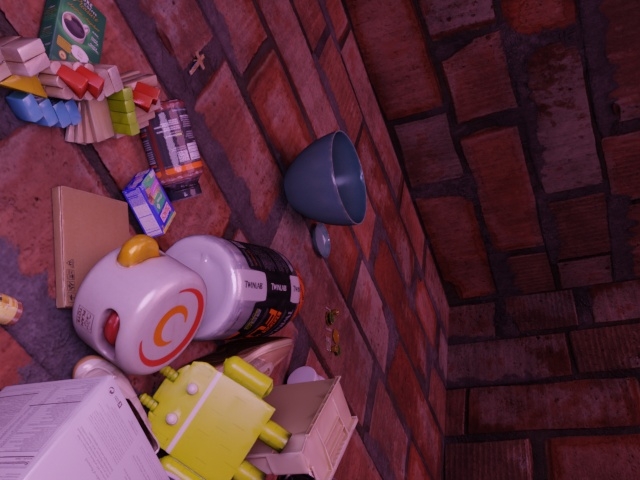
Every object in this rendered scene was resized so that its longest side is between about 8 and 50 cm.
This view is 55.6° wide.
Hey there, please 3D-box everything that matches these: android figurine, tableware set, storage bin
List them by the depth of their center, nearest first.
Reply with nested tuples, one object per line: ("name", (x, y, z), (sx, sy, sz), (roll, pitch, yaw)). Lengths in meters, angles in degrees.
("android figurine", (-0.197, 0.330, 1.100), (0.248, 0.272, 0.056), (-55, 177, -14))
("storage bin", (-0.090, 0.413, 1.274), (0.260, 0.262, 0.123), (-46, 121, -64))
("tableware set", (0.047, 0.297, 1.992), (0.104, 0.024, 0.154), (41, 43, -58))

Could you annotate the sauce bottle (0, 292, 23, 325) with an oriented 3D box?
("sauce bottle", (-0.461, 0.079, 0.809), (0.128, 0.042, 0.042), (45, 40, -58))

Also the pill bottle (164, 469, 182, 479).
("pill bottle", (-0.289, 0.469, 0.970), (0.184, 0.103, 0.103), (-73, 145, -51))

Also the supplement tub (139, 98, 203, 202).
("supplement tub", (-0.304, -0.181, 1.240), (0.106, 0.106, 0.198), (-38, 115, -66))

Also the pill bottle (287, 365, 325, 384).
("pill bottle", (-0.017, 0.433, 1.651), (0.112, 0.112, 0.187), (-75, 146, -48))

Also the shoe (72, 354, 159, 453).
("shoe", (-0.328, 0.275, 0.994), (0.076, 0.058, 0.219), (-42, 127, -29))

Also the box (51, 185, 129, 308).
("box", (-0.389, 0.018, 1.046), (0.164, 0.021, 0.201), (17, 64, -66))

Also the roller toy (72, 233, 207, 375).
("roller toy", (-0.297, 0.107, 0.992), (0.191, 0.146, 0.209), (-54, 157, -18))

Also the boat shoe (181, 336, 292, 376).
("boat shoe", (-0.175, 0.288, 1.337), (0.341, 0.121, 0.110), (-12, 96, -58))

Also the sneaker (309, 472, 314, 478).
("sneaker", (-0.041, 0.577, 1.574), (0.094, 0.080, 0.212), (-79, 148, -53))

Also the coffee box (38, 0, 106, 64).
("coffee box", (-0.438, -0.354, 1.072), (0.113, 0.040, 0.184), (41, 44, -60))

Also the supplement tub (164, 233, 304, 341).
("supplement tub", (-0.176, 0.105, 1.284), (0.338, 0.207, 0.207), (15, 66, -66))

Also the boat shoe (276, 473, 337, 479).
("boat shoe", (-0.062, 0.551, 1.307), (0.121, 0.335, 0.119), (5, 54, -30))

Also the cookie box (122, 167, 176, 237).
("cookie box", (-0.332, -0.073, 1.184), (0.092, 0.040, 0.107), (-86, 158, -61))

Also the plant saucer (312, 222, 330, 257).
("plant saucer", (0.000, 0.000, 2.017), (0.119, 0.021, 0.119), (-12, 90, -68))

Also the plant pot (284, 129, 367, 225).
("plant pot", (0.002, -0.174, 1.869), (0.290, 0.195, 0.290), (-11, 90, -69))

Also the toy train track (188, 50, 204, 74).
("toy train track", (-0.305, -0.429, 1.478), (0.083, 0.014, 0.048), (-71, 152, -42))

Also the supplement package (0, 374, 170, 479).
("supplement package", (-0.357, 0.331, 0.737), (0.263, 0.198, 0.199), (-61, 136, -59))

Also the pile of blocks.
("pile of blocks", (-0.384, -0.230, 0.994), (0.362, 0.112, 0.149), (-5, 106, -61))
